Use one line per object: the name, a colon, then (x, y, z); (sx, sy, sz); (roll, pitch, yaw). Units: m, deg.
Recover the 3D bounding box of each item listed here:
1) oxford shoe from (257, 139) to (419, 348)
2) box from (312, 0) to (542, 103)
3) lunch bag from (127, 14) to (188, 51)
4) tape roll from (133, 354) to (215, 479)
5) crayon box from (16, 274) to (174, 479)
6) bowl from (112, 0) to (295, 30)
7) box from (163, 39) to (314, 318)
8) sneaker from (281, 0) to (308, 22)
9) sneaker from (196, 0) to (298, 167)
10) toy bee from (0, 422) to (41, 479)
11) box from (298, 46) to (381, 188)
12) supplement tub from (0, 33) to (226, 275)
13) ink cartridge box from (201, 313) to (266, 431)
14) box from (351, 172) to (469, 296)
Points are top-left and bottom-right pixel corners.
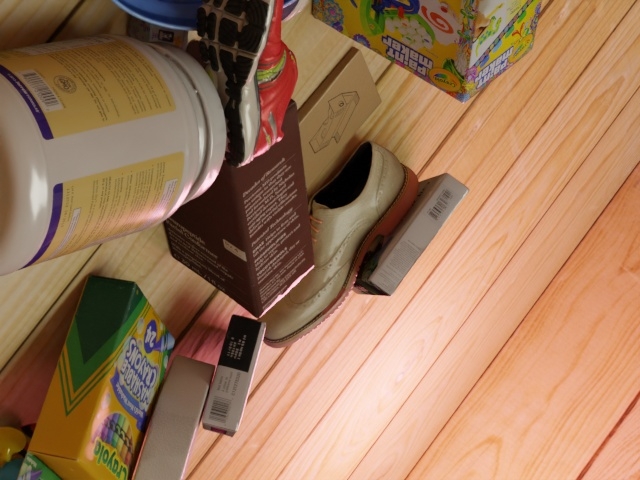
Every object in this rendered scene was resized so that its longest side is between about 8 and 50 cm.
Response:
oxford shoe: (0.000, 0.000, 2.371); (0.397, 0.140, 0.146); (-55, 133, -8)
box: (0.154, -0.400, 1.947); (0.177, 0.290, 0.279); (-39, 150, -33)
lunch bag: (-0.199, -0.270, 1.729); (0.053, 0.083, 0.071); (-30, 145, -43)
tape roll: (-0.252, 0.375, 2.185); (0.392, 0.072, 0.392); (-163, -90, -88)
crayon box: (-0.314, 0.240, 1.975); (0.203, 0.083, 0.323); (68, 34, -60)
bowl: (-0.111, -0.425, 1.565); (0.391, 0.077, 0.391); (-19, 136, -19)
box: (-0.128, -0.077, 1.954); (0.143, 0.191, 0.381); (-43, 151, -25)
sneaker: (-0.055, -0.417, 1.749); (0.148, 0.131, 0.350); (-33, 147, -46)
sneaker: (-0.078, -0.223, 1.664); (0.118, 0.107, 0.279); (-30, 143, -38)
toy bee: (-0.466, 0.347, 1.953); (0.298, 0.162, 0.195); (-55, 163, -75)
box: (0.015, -0.198, 2.253); (0.201, 0.021, 0.164); (-50, 154, -11)
supplement tub: (-0.291, -0.108, 1.581); (0.331, 0.241, 0.241); (-21, 137, -50)
ink cartridge box: (-0.144, 0.231, 2.282); (0.371, 0.069, 0.176); (104, 1, -80)
box: (0.143, -0.006, 2.479); (0.232, 0.058, 0.322); (-53, -176, -7)
